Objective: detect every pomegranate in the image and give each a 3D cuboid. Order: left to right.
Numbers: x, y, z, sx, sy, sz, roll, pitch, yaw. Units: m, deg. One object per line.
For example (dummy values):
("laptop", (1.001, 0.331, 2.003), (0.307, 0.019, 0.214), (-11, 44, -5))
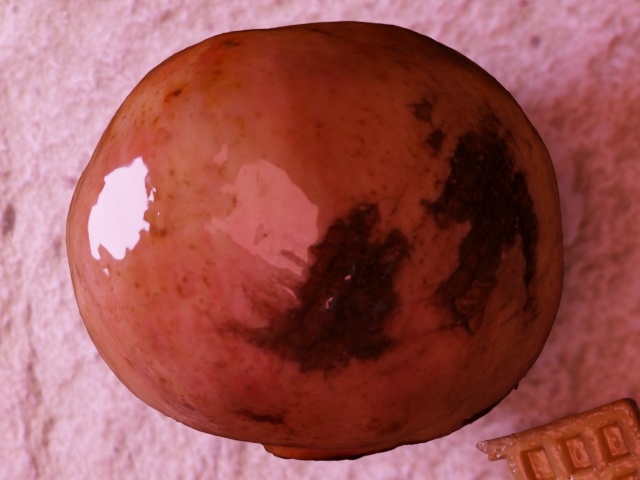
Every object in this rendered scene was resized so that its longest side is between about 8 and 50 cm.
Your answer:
("pomegranate", (0.000, 0.000, 0.880), (0.322, 0.322, 0.322), (0, 89, 24))

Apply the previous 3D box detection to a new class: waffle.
("waffle", (0.192, 0.212, 0.944), (0.125, 0.032, 0.191), (-21, 80, 21))
